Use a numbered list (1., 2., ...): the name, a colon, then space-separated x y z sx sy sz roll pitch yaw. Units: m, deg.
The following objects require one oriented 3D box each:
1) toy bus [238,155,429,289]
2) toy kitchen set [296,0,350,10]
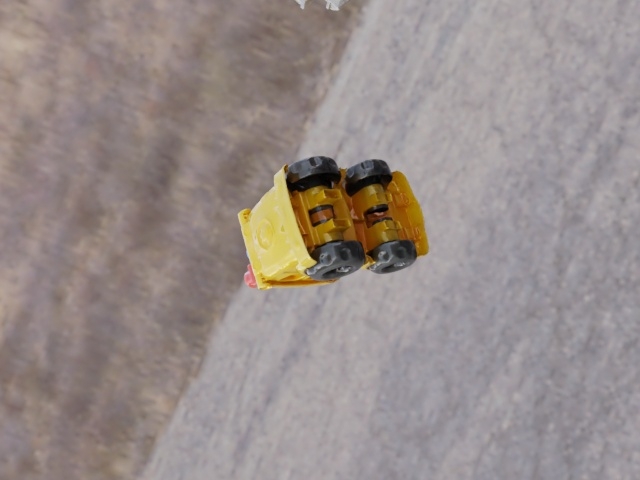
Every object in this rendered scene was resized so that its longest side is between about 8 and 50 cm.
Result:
1. toy bus: 0.000 0.000 1.811 0.211 0.220 0.149 -38 63 45
2. toy kitchen set: 0.006 -0.303 1.734 0.083 0.068 0.075 -40 -16 -24
